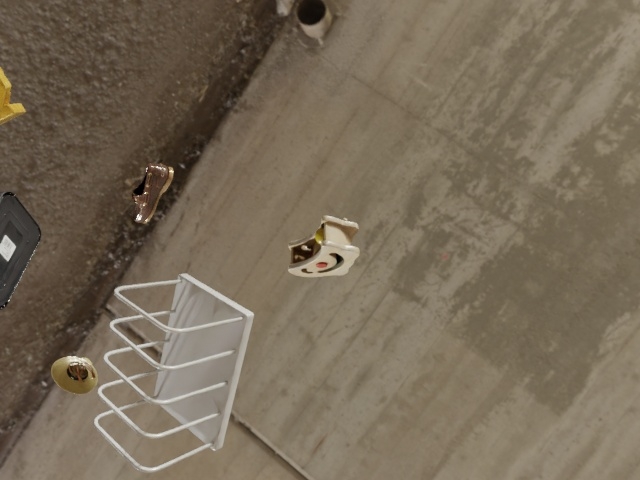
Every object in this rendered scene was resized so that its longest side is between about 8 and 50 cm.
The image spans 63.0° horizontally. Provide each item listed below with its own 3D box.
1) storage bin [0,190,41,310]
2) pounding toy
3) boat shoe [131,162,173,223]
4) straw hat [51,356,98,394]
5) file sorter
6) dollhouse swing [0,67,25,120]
[{"bbox_3d":[-0.561,0.017,0.871,0.122,0.084,0.180,80,11,-50],"label":"storage bin"},{"bbox_3d":[0.000,0.000,1.319,0.269,0.154,0.155,116,-24,-64],"label":"pounding toy"},{"bbox_3d":[-0.468,-0.128,1.401,0.073,0.073,0.207,6,133,-40],"label":"boat shoe"},{"bbox_3d":[-0.711,0.381,1.545,0.145,0.144,0.061,-59,-172,24],"label":"straw hat"},{"bbox_3d":[-0.272,0.230,0.929,0.173,0.192,0.278,-5,113,-53],"label":"file sorter"},{"bbox_3d":[-1.017,-0.522,1.561,0.314,0.347,0.305,-17,-160,16],"label":"dollhouse swing"}]
